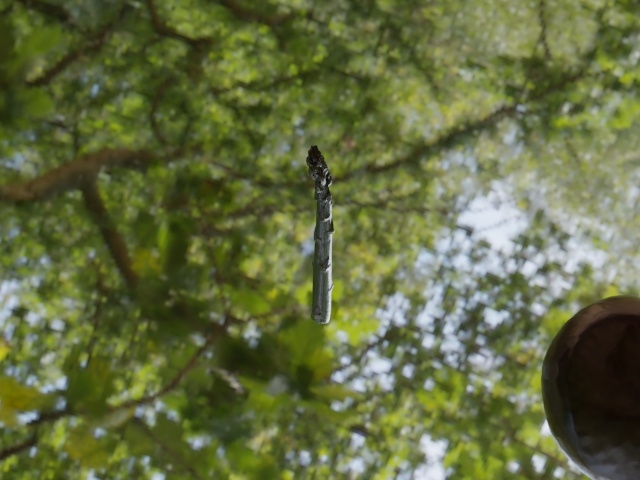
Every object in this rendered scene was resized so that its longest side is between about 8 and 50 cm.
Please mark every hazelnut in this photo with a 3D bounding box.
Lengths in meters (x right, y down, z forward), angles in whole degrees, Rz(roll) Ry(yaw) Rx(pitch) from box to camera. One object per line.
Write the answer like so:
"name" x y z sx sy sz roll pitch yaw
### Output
"hazelnut" 0.370 0.196 1.508 0.252 0.217 0.217 59 -155 3

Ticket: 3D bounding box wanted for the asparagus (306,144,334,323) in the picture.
"asparagus" 0.000 0.000 1.275 0.025 0.249 0.024 -26 -129 -23
